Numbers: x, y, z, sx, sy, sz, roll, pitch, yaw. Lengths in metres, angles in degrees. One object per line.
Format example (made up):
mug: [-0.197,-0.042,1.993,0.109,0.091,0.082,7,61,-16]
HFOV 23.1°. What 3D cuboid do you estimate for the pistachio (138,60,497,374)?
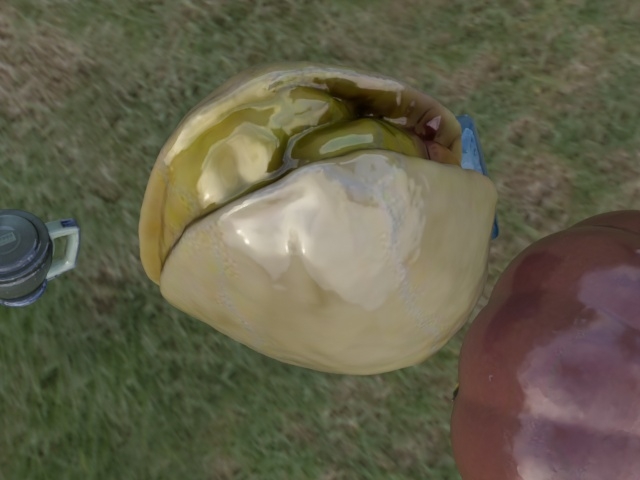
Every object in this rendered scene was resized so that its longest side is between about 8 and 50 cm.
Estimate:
pistachio: [0.000,0.000,0.647,0.145,0.200,0.117,-30,75,12]

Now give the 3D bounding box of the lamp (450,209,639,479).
lamp: [0.243,0.131,1.190,0.305,0.239,0.305,-15,111,-45]

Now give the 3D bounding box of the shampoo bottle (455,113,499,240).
shampoo bottle: [0.000,-0.020,1.181,0.258,0.061,0.104,-13,122,8]

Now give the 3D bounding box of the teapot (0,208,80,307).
teapot: [-0.215,0.013,1.137,0.088,0.066,0.057,-21,145,-14]
